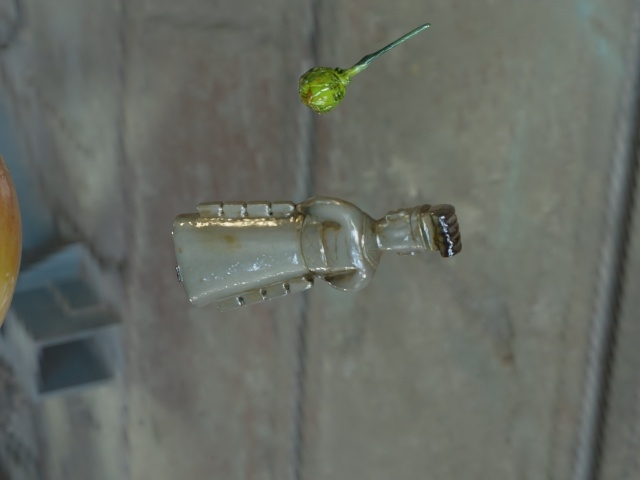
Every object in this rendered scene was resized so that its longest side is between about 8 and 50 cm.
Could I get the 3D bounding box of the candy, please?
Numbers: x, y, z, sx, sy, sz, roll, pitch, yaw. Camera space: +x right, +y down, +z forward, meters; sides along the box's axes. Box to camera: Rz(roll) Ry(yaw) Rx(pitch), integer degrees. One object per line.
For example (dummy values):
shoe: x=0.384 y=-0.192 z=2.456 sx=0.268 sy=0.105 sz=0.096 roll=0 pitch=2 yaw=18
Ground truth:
candy: x=0.036 y=-0.144 z=1.582 sx=0.035 sy=0.123 sz=0.035 roll=51 pitch=-167 yaw=-30

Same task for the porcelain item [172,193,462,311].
porcelain item: x=0.000 y=0.000 z=1.449 sx=0.054 sy=0.213 sz=0.084 roll=-64 pitch=-37 yaw=-63

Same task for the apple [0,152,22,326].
apple: x=-0.374 y=0.009 z=1.559 sx=0.233 sy=0.286 sz=0.286 roll=49 pitch=146 yaw=20
